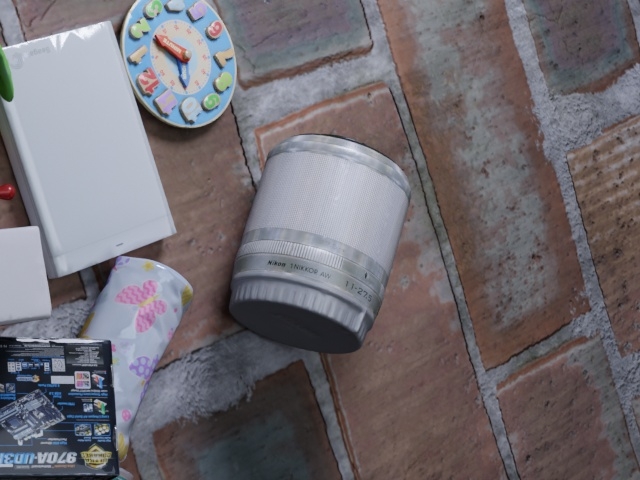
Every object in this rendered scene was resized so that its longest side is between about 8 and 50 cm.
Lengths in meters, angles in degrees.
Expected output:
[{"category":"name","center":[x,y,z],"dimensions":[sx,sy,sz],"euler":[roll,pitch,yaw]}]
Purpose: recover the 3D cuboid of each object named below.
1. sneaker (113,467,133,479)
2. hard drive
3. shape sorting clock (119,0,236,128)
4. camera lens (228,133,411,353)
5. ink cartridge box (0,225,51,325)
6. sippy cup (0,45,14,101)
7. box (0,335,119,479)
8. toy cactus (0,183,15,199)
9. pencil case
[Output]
[{"category":"sneaker","center":[-0.381,0.320,1.922],"dimensions":[0.302,0.108,0.121],"euler":[13,77,-30]},{"category":"hard drive","center":[-0.324,-0.125,2.067],"dimensions":[0.203,0.040,0.308],"euler":[-23,99,-40]},{"category":"shape sorting clock","center":[-0.199,-0.262,2.189],"dimensions":[0.206,0.040,0.206],"euler":[6,81,-40]},{"category":"camera lens","center":[0.000,0.000,2.205],"dimensions":[0.219,0.219,0.274],"euler":[30,66,-33]},{"category":"ink cartridge box","center":[-0.487,0.057,1.797],"dimensions":[0.278,0.201,0.117],"euler":[-7,90,-41]},{"category":"sippy cup","center":[-0.503,-0.129,1.684],"dimensions":[0.240,0.305,0.224],"euler":[-70,148,-58]},{"category":"box","center":[-0.358,0.206,1.867],"dimensions":[0.220,0.051,0.175],"euler":[3,70,-28]},{"category":"toy cactus","center":[-0.477,-0.135,1.910],"dimensions":[0.180,0.112,0.219],"euler":[-22,107,-30]},{"category":"pencil case","center":[-0.265,0.156,2.028],"dimensions":[0.124,0.113,0.273],"euler":[29,65,-17]}]
